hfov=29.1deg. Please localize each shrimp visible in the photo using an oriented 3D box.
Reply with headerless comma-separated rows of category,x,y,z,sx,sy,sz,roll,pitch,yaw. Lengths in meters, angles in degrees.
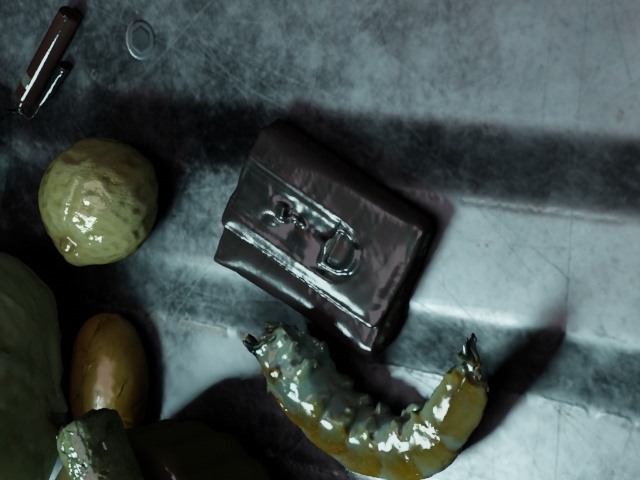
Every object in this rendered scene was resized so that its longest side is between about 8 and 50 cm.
shrimp,0.056,0.171,1.260,0.287,0.068,0.185,3,122,44

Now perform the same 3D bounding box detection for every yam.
yam,-0.220,0.268,1.309,0.078,0.078,0.179,-28,82,37

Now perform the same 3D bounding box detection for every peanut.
peanut,-0.259,-0.042,1.441,0.141,0.109,0.159,32,115,28

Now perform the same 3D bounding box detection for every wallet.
wallet,0.000,0.000,1.300,0.229,0.049,0.182,33,115,24

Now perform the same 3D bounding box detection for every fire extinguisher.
fire extinguisher,-0.336,-0.208,1.515,0.049,0.035,0.173,29,122,-15

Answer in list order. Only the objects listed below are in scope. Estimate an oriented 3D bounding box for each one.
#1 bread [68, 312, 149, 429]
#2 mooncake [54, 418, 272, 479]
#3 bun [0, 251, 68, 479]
bread,-0.264,0.182,1.515,0.114,0.077,0.189,10,102,30
mooncake,-0.166,0.348,1.422,0.290,0.161,0.290,6,101,34
bun,-0.415,0.183,1.515,0.213,0.361,0.361,-7,97,1
